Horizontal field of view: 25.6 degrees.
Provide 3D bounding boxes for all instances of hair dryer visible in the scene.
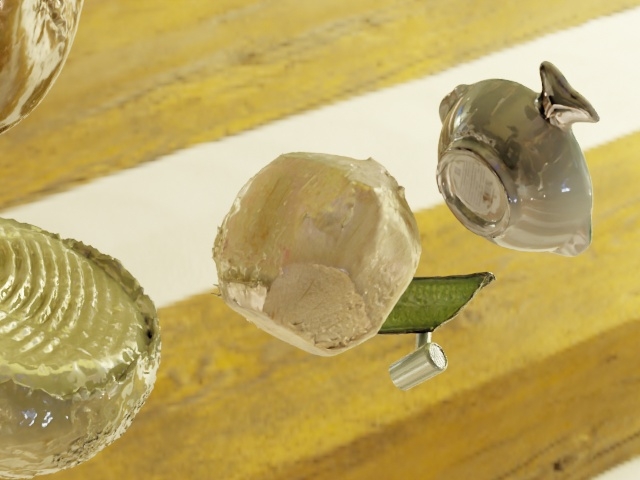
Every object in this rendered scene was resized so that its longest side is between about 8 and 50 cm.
[{"bbox_3d":[0.117,0.117,1.665,0.063,0.038,0.124,-32,-149,31],"label":"hair dryer"}]

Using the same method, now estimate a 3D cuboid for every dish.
[{"bbox_3d":[0.186,-0.071,1.442,0.078,0.246,0.224,-30,-109,-31],"label":"dish"}]

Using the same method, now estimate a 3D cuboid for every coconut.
[{"bbox_3d":[0.002,0.002,1.301,0.194,0.194,0.194,-1,-137,1],"label":"coconut"}]

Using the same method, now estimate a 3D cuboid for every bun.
[{"bbox_3d":[-0.258,0.100,1.131,0.259,0.152,0.259,20,-153,-11],"label":"bun"}]

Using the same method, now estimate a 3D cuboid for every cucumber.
[{"bbox_3d":[0.097,0.078,1.653,0.220,0.046,0.070,-3,-106,3],"label":"cucumber"}]

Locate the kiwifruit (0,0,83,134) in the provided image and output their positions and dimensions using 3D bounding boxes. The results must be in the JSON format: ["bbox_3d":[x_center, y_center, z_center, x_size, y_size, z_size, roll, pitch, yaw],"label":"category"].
[{"bbox_3d":[-0.235,-0.144,0.701,0.234,0.196,0.196,22,-133,13],"label":"kiwifruit"}]
